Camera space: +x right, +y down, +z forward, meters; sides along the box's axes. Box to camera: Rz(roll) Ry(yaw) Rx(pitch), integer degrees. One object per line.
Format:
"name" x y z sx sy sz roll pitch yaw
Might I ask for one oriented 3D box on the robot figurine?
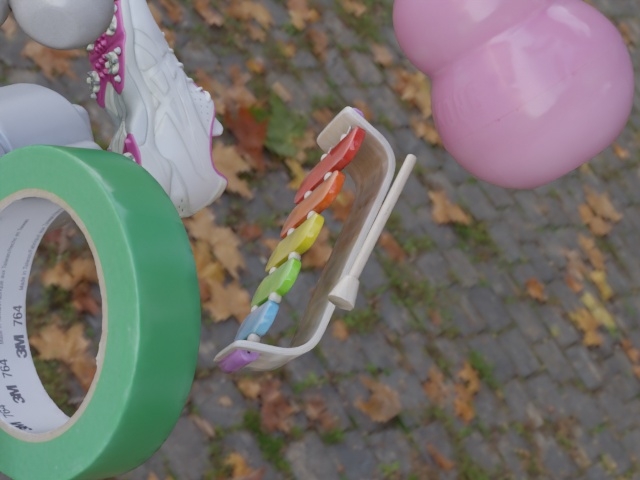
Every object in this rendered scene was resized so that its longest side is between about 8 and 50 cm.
"robot figurine" -0.420 -0.086 1.604 0.353 0.300 0.200 -31 109 -61

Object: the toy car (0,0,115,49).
"toy car" -0.220 -0.232 0.925 0.182 0.136 0.159 4 51 1

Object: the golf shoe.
"golf shoe" -0.194 -0.171 1.500 0.140 0.115 0.306 -12 96 -30

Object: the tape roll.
"tape roll" -0.248 0.070 1.217 0.077 0.321 0.321 2 57 -47

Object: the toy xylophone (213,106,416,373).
"toy xylophone" 0.000 0.000 1.373 0.081 0.236 0.323 28 61 -9

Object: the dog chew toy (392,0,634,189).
"dog chew toy" 0.167 -0.218 1.270 0.332 0.206 0.206 57 32 -5
